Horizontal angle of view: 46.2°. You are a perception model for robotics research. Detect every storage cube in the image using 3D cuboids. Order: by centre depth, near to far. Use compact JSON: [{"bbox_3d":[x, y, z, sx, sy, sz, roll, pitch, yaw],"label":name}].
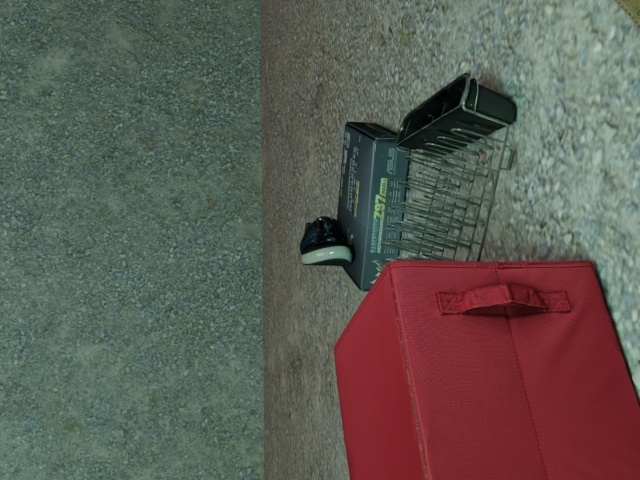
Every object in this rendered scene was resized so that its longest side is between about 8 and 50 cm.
[{"bbox_3d":[0.129,0.144,0.622,0.215,0.184,0.193,113,154,-57],"label":"storage cube"}]

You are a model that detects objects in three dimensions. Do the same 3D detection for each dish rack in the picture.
[{"bbox_3d":[0.124,-0.024,0.819,0.208,0.074,0.271,158,127,-77],"label":"dish rack"}]

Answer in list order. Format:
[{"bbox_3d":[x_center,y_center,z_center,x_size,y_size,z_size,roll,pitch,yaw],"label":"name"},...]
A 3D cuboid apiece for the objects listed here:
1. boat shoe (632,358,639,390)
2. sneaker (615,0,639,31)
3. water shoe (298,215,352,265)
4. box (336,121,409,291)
[{"bbox_3d":[0.248,0.055,0.289,0.305,0.109,0.091,-171,83,-71],"label":"boat shoe"},{"bbox_3d":[0.242,-0.153,0.497,0.118,0.067,0.042,59,160,4],"label":"sneaker"},{"bbox_3d":[0.000,0.000,1.189,0.203,0.073,0.080,174,98,-77],"label":"water shoe"},{"bbox_3d":[0.075,-0.057,1.159,0.183,0.059,0.232,-127,39,-69],"label":"box"}]
